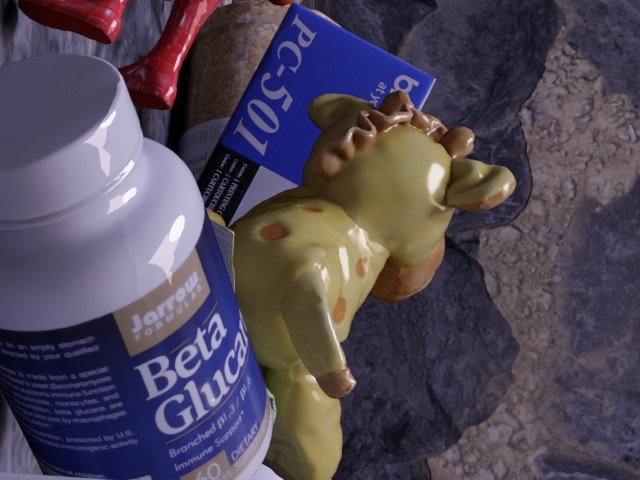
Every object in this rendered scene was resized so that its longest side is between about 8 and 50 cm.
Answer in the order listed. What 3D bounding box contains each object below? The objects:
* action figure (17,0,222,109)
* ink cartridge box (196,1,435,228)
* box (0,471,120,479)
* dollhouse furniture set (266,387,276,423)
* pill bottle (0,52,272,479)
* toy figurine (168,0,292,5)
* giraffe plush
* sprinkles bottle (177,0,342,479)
[{"bbox_3d":[-0.070,-0.207,0.667,0.280,0.139,0.091,-63,151,-17],"label":"action figure"},{"bbox_3d":[-0.022,-0.027,0.866,0.207,0.097,0.046,-62,179,3],"label":"ink cartridge box"},{"bbox_3d":[-0.057,0.221,0.532,0.345,0.168,0.215,81,12,-71],"label":"box"},{"bbox_3d":[-0.077,0.032,0.671,0.152,0.076,0.059,52,41,-54],"label":"dollhouse furniture set"},{"bbox_3d":[-0.080,0.020,0.530,0.094,0.094,0.169,-84,163,-50],"label":"pill bottle"},{"bbox_3d":[-0.039,-0.245,0.831,0.213,0.148,0.210,-72,158,-70],"label":"toy figurine"},{"bbox_3d":[0.000,0.000,0.761,0.170,0.181,0.210,-40,169,-27],"label":"giraffe plush"},{"bbox_3d":[-0.046,0.019,0.981,0.121,0.121,0.356,83,9,-69],"label":"sprinkles bottle"}]
